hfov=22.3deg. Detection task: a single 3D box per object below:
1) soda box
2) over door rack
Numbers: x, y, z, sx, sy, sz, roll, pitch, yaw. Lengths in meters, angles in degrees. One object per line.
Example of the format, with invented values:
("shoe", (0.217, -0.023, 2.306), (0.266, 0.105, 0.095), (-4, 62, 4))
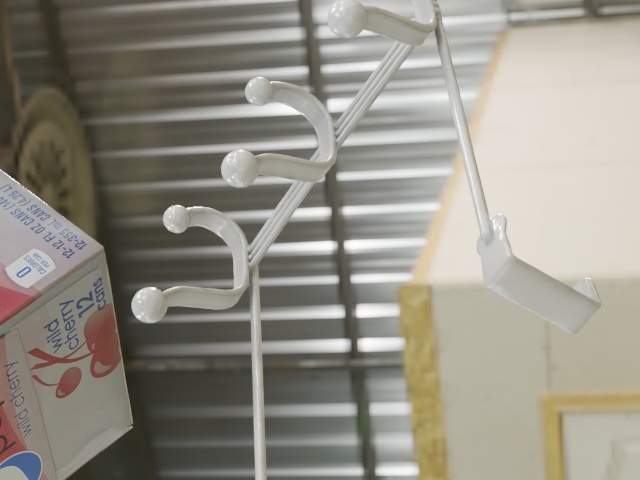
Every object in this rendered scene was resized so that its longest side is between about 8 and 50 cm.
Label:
("soda box", (-0.182, -0.011, 0.550), (0.083, 0.263, 0.092), (-38, -34, -29))
("over door rack", (0.000, 0.000, 0.902), (0.239, 0.108, 0.324), (-54, 33, 27))
